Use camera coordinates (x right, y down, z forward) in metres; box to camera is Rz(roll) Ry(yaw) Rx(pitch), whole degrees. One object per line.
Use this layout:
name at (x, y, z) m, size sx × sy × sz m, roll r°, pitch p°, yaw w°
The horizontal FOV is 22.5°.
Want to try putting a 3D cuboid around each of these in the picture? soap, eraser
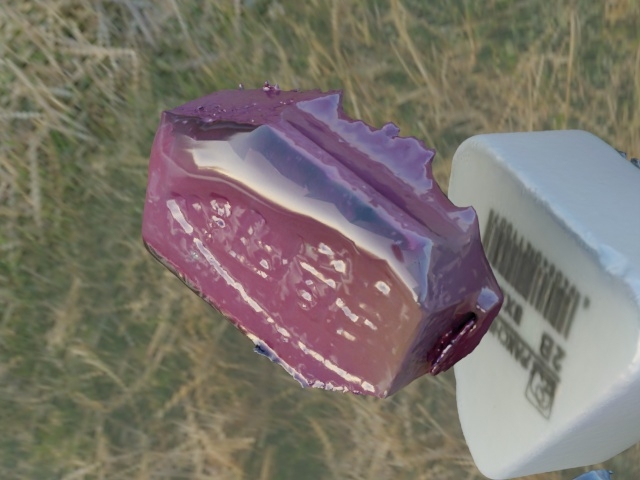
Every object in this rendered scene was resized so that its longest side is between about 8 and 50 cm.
soap at (0.000, 0.000, 1.320) m, size 0.325 × 0.220 × 0.127 m, roll 37°, pitch 49°, yaw 24°
eraser at (0.253, 0.062, 1.460) m, size 0.150 × 0.331 × 0.331 m, roll -4°, pitch 76°, yaw -30°

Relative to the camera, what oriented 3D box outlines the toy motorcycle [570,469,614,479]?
toy motorcycle at (0.134, 0.238, 1.064) m, size 0.173 × 0.307 × 0.108 m, roll -40°, pitch 51°, yaw 22°
